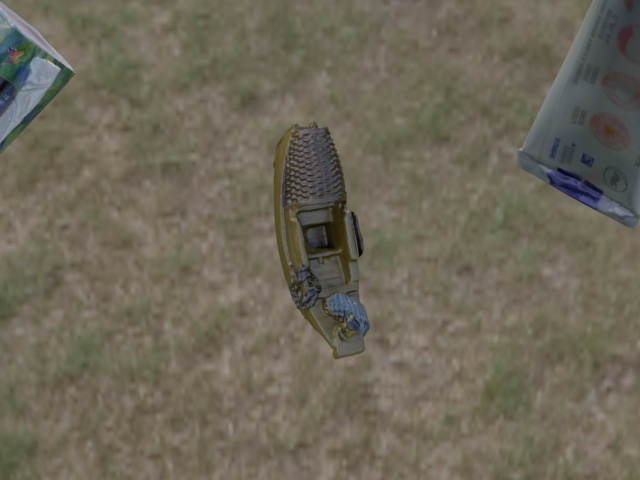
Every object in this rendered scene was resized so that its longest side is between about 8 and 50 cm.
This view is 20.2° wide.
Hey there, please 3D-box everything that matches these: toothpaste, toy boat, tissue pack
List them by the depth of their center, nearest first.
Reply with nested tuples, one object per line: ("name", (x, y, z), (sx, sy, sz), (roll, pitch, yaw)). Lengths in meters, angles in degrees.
("toy boat", (0.000, 0.000, 1.119), (0.047, 0.049, 0.149), (-9, 86, -27))
("toothpaste", (0.214, -0.148, 1.178), (0.100, 0.323, 0.066), (29, 42, 15))
("tissue pack", (-0.227, -0.097, 1.210), (0.111, 0.085, 0.079), (-46, 61, 4))
